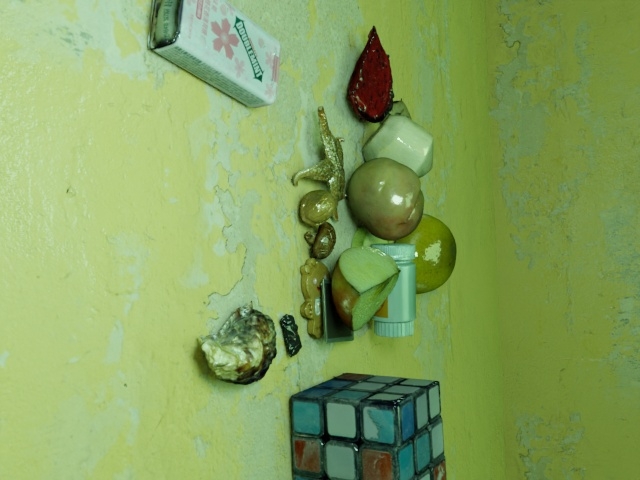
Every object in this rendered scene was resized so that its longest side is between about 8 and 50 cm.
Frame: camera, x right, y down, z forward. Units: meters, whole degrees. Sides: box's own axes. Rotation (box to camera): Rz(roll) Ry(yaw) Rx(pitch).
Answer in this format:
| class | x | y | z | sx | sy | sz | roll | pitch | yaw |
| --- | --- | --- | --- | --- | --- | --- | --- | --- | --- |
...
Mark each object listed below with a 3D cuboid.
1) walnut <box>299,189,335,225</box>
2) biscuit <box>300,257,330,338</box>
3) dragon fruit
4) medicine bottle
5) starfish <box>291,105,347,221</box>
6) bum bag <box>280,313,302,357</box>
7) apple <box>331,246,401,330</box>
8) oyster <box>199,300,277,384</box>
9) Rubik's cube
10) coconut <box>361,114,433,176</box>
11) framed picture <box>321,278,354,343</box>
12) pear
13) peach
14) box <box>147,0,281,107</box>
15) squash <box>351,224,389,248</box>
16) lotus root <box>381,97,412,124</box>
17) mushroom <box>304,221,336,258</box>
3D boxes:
| class | x | y | z | sx | sy | sz | roll | pitch | yaw |
| --- | --- | --- | --- | --- | --- | --- | --- | --- | --- |
| walnut | -0.011 | -0.098 | 1.755 | 0.124 | 0.105 | 0.105 | -41 | 123 | -30 |
| biscuit | -0.005 | 0.175 | 1.802 | 0.184 | 0.035 | 0.249 | -12 | 97 | -58 |
| dragon fruit | 0.178 | -0.554 | 2.108 | 0.282 | 0.100 | 0.344 | 47 | 52 | -45 |
| medicine bottle | 0.255 | 0.171 | 2.030 | 0.158 | 0.158 | 0.318 | -5 | 95 | -58 |
| starfish | 0.024 | -0.235 | 1.838 | 0.327 | 0.094 | 0.376 | -21 | 110 | -59 |
| bum bag | -0.084 | 0.269 | 1.663 | 0.057 | 0.034 | 0.125 | -21 | 105 | -48 |
| apple | 0.130 | 0.145 | 1.807 | 0.346 | 0.179 | 0.254 | -24 | 94 | -59 |
| oyster | -0.180 | 0.267 | 1.453 | 0.275 | 0.100 | 0.271 | 58 | 26 | -31 |
| Rubik's cube | 0.142 | 0.598 | 1.696 | 0.362 | 0.363 | 0.359 | -3 | 87 | -60 |
| coconut | 0.296 | -0.319 | 2.121 | 0.247 | 0.245 | 0.245 | 38 | 47 | -7 |
| framed picture | 0.055 | 0.225 | 1.852 | 0.252 | 0.014 | 0.197 | 18 | 68 | -67 |
| pear | 0.468 | 0.052 | 2.431 | 0.386 | 0.191 | 0.341 | -36 | 117 | -53 |
| peach | 0.224 | -0.134 | 1.968 | 0.292 | 0.247 | 0.292 | -18 | 90 | -84 |
| box | -0.248 | -0.477 | 1.412 | 0.369 | 0.112 | 0.191 | 20 | 70 | -54 |
| squash | 0.188 | 0.063 | 2.119 | 0.252 | 0.048 | 0.252 | 7 | 82 | -60 |
| lotus root | 0.308 | -0.480 | 2.340 | 0.261 | 0.074 | 0.170 | 52 | 45 | -40 |
| mushroom | 0.008 | 0.000 | 1.791 | 0.109 | 0.084 | 0.126 | 52 | 44 | -43 |
